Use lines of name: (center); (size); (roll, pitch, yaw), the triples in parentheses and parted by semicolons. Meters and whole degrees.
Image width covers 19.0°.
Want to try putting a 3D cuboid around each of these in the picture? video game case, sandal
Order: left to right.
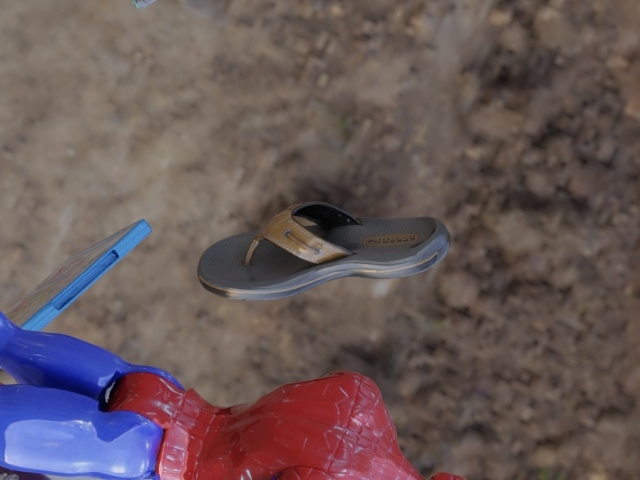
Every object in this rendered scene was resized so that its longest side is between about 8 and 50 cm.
video game case: (-0.219, 0.047, 1.529); (0.119, 0.015, 0.166); (-26, -166, 47)
sandal: (0.000, 0.000, 1.629); (0.090, 0.219, 0.060); (-74, 154, -53)

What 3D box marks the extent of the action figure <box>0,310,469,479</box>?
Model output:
action figure: (-0.079, 0.092, 0.710); (0.091, 0.280, 0.139); (-65, 165, -52)

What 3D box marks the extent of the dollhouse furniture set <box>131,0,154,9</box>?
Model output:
dollhouse furniture set: (-0.121, -0.248, 1.584); (0.151, 0.076, 0.058); (-32, -175, -25)

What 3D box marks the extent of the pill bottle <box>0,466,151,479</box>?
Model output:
pill bottle: (-0.210, 0.248, 1.349); (0.301, 0.169, 0.169); (-46, 155, -28)

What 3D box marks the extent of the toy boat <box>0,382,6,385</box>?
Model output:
toy boat: (-0.254, 0.211, 1.662); (0.151, 0.231, 0.151); (-36, 176, 33)
